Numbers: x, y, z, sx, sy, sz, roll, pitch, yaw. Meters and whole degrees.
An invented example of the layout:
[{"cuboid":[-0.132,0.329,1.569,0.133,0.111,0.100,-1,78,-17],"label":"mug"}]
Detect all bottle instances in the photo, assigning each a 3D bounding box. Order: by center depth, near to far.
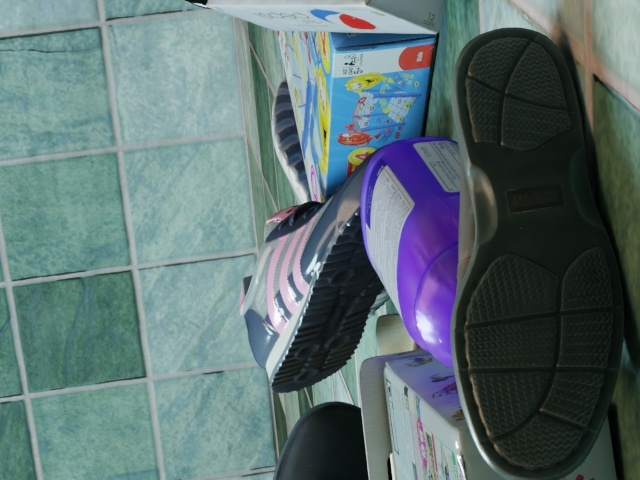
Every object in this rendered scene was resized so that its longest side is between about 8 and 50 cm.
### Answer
[{"cuboid":[0.094,0.017,1.141,0.283,0.092,0.118,-116,22,-69],"label":"bottle"}]

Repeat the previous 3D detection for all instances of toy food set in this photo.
[{"cuboid":[0.065,0.186,1.421,0.306,0.092,0.219,-54,-43,-85],"label":"toy food set"}]

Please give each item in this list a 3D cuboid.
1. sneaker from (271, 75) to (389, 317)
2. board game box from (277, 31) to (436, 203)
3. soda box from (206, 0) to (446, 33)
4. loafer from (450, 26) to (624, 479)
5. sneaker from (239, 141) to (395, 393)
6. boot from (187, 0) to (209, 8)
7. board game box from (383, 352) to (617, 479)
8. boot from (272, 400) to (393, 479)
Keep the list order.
[{"cuboid":[0.010,-0.048,1.721,0.115,0.105,0.281,97,164,-64],"label":"sneaker"},{"cuboid":[0.021,-0.204,1.533,0.302,0.086,0.308,93,168,-58],"label":"board game box"},{"cuboid":[0.005,-0.201,1.285,0.216,0.074,0.069,12,87,53],"label":"soda box"},{"cuboid":[0.120,0.013,0.969,0.084,0.096,0.267,83,-174,-71],"label":"loafer"},{"cuboid":[0.000,0.000,1.469,0.131,0.112,0.319,61,141,27],"label":"sneaker"},{"cuboid":[-0.148,-0.301,1.405,0.260,0.131,0.348,-55,-27,-44],"label":"boot"},{"cuboid":[0.120,0.201,1.127,0.303,0.097,0.224,-146,48,-83],"label":"board game box"},{"cuboid":[0.006,0.340,1.656,0.445,0.146,0.367,92,-173,-84],"label":"boot"}]
